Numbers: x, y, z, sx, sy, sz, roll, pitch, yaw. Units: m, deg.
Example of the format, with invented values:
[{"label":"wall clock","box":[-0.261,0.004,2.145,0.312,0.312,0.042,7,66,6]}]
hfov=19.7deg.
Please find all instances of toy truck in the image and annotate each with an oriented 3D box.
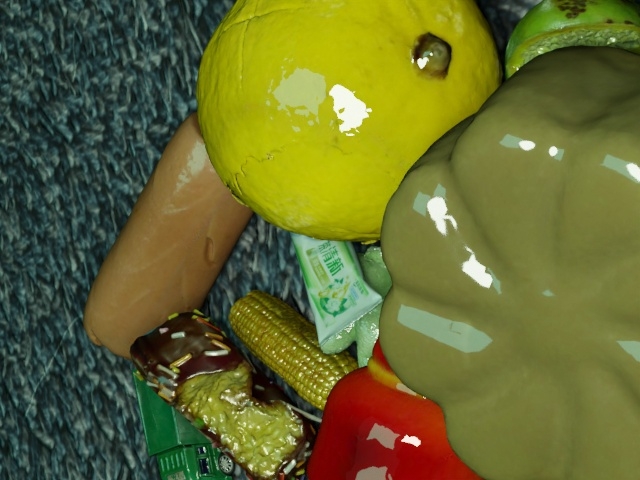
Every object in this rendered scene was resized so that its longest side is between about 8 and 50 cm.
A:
[{"label":"toy truck","box":[-0.147,0.204,2.023,0.065,0.079,0.147,-23,75,42]}]

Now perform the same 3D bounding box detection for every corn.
[{"label":"corn","box":[-0.022,0.117,1.909,0.207,0.068,0.068,37,114,38]}]

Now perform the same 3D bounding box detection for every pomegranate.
[{"label":"pomegranate","box":[0.237,-0.142,1.628,0.122,0.143,0.169,-107,-4,-69]}]

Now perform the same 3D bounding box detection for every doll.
[{"label":"doll","box":[0.055,0.083,1.833,0.115,0.077,0.150,-23,86,23]},{"label":"doll","box":[0.078,0.205,1.739,0.182,0.160,0.363,23,105,40]}]

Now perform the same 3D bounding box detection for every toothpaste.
[{"label":"toothpaste","box":[0.000,0.000,1.828,0.075,0.048,0.297,-36,34,10]}]

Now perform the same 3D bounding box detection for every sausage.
[{"label":"sausage","box":[-0.158,0.002,2.010,0.121,0.121,0.304,49,121,34]}]

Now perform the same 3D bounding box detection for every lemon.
[{"label":"lemon","box":[0.026,-0.133,1.721,0.297,0.297,0.297,-2,88,45]}]

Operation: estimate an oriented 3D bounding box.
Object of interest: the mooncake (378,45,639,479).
[{"label":"mooncake","box":[0.225,0.039,1.500,0.378,0.201,0.378,13,114,30]}]

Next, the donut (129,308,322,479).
[{"label":"donut","box":[-0.090,0.163,1.886,0.230,0.216,0.096,42,87,0]}]
